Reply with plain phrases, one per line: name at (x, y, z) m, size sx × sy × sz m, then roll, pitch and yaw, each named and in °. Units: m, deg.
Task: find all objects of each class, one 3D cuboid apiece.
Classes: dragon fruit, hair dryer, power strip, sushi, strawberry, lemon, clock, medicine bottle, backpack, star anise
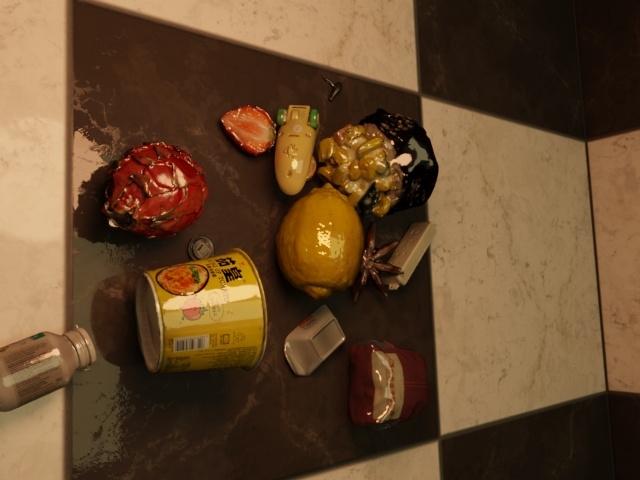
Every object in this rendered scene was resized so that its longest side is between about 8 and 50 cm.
dragon fruit at (-0.418, -0.120, 1.458) m, size 0.299 × 0.244 × 0.244 m, roll -39°, pitch 108°, yaw -44°
hair dryer at (0.030, -0.531, 2.002) m, size 0.083 × 0.031 × 0.079 m, roll 37°, pitch 71°, yaw -14°
power strip at (0.325, 0.040, 2.113) m, size 0.058 × 0.098 × 0.338 m, roll 53°, pitch 55°, yaw -25°
sushi at (0.169, -0.219, 1.840) m, size 0.285 × 0.328 × 0.328 m, roll -26°, pitch 141°, yaw -36°
strawberry at (-0.219, -0.326, 1.736) m, size 0.187 × 0.082 × 0.147 m, roll 15°, pitch 69°, yaw -30°
lemon at (-0.002, 0.007, 1.749) m, size 0.285 × 0.285 × 0.316 m, roll -17°, pitch 74°, yaw -39°
clock at (-0.335, 0.025, 1.634) m, size 0.085 × 0.017 × 0.085 m, roll 6°, pitch 81°, yaw -38°
medicine bottle at (-0.622, 0.276, 1.293) m, size 0.215 × 0.135 × 0.135 m, roll -23°, pitch 98°, yaw -39°
backpack at (0.232, 0.472, 1.922) m, size 0.317 × 0.197 × 0.283 m, roll 12°, pitch 75°, yaw -42°
star anise at (0.148, 0.072, 1.962) m, size 0.288 × 0.088 × 0.288 m, roll 1°, pitch 85°, yaw -18°

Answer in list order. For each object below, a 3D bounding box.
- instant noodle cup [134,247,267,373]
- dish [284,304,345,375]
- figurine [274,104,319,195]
instant noodle cup at (-0.312, 0.189, 1.462) m, size 0.254 × 0.325 × 0.326 m, roll -6°, pitch 88°, yaw -30°
dish at (-0.009, 0.324, 1.828) m, size 0.234 × 0.064 × 0.154 m, roll -38°, pitch 108°, yaw -34°
figurine at (-0.072, -0.270, 1.786) m, size 0.124 × 0.222 × 0.324 m, roll 4°, pitch 60°, yaw 5°
